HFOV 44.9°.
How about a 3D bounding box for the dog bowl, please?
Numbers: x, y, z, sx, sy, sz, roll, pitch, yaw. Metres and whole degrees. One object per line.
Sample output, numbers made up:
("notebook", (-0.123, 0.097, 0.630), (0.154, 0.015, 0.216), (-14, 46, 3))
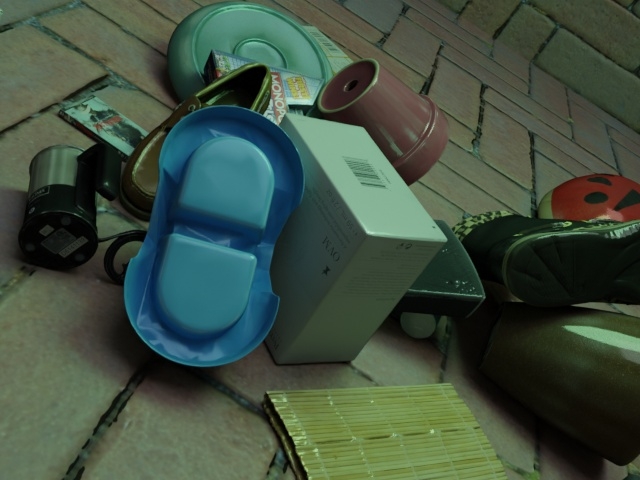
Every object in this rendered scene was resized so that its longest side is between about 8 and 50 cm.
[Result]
("dog bowl", (-0.120, -0.003, 0.873), (0.166, 0.074, 0.297), (16, 73, -13))

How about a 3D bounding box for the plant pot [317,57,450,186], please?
("plant pot", (0.096, -0.210, 1.355), (0.180, 0.201, 0.201), (45, 21, -34))

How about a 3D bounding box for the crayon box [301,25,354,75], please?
("crayon box", (-0.057, -0.357, 1.589), (0.203, 0.083, 0.323), (46, 31, 18))

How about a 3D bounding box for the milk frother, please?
("milk frother", (-0.268, -0.027, 0.911), (0.134, 0.129, 0.143), (-106, 174, -48))

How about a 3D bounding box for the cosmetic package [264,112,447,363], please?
("cosmetic package", (0.000, 0.000, 0.984), (0.138, 0.224, 0.224), (3, 41, -39))

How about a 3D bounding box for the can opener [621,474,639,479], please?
("can opener", (0.418, 0.388, 0.961), (0.076, 0.095, 0.283), (37, 30, 3))

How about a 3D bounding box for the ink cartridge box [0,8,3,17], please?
("ink cartridge box", (-0.510, -0.309, 1.049), (0.150, 0.109, 0.063), (46, 28, 20))

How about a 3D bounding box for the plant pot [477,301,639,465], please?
("plant pot", (0.356, 0.180, 1.124), (0.230, 0.215, 0.215), (21, 29, 7))

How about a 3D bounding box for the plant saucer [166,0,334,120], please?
("plant saucer", (-0.110, -0.305, 1.369), (0.318, 0.044, 0.317), (10, 62, -20))

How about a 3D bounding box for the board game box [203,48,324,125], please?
("board game box", (-0.079, -0.213, 1.274), (0.194, 0.060, 0.194), (-3, 67, -25))

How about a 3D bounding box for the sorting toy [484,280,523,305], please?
("sorting toy", (0.381, 0.131, 1.365), (0.193, 0.038, 0.208), (11, 42, -35))

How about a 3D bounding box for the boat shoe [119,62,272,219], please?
("boat shoe", (-0.171, -0.156, 1.085), (0.111, 0.104, 0.307), (35, 50, -3))

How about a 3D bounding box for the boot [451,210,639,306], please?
("boot", (0.402, 0.024, 1.218), (0.377, 0.138, 0.284), (-4, 8, -16))

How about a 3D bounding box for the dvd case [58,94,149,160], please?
("dvd case", (-0.310, -0.166, 1.134), (0.119, 0.013, 0.087), (34, 30, 1))

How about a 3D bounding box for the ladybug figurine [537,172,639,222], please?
("ladybug figurine", (0.652, -0.036, 1.739), (0.305, 0.162, 0.449), (43, 31, 15))

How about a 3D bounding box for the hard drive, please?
("hard drive", (0.139, 0.033, 1.174), (0.172, 0.054, 0.254), (5, 26, -8))

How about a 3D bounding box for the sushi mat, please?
("sushi mat", (0.087, 0.240, 0.927), (0.317, 0.019, 0.151), (7, 40, -38))

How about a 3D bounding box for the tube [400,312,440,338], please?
("tube", (0.172, 0.084, 1.211), (0.080, 0.052, 0.207), (27, 27, 8))
